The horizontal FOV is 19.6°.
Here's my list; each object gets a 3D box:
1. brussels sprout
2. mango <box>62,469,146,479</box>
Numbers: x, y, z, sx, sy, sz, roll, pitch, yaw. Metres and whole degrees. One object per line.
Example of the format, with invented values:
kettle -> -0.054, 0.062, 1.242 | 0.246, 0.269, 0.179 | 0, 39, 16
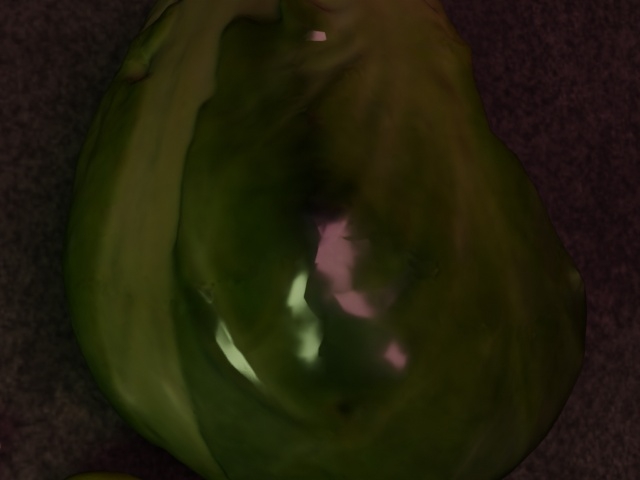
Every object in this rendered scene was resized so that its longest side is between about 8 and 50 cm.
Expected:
brussels sprout -> 0.000, 0.000, 1.154 | 0.315, 0.276, 0.371 | -24, 93, -31
mango -> -0.103, 0.203, 1.177 | 0.165, 0.091, 0.074 | 28, 60, -19
